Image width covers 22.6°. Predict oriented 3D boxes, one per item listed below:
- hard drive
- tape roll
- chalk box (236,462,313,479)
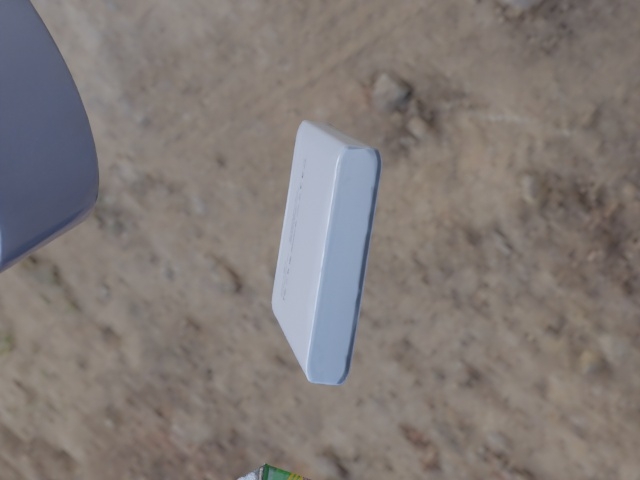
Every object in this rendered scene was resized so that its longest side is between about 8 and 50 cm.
[{"bbox_3d":[0.000,0.000,1.484,0.040,0.203,0.307,8,-173,-9],"label":"hard drive"},{"bbox_3d":[-0.224,-0.086,0.932,0.219,0.072,0.219,37,146,30],"label":"tape roll"},{"bbox_3d":[-0.041,0.340,1.502,0.132,0.213,0.132,22,148,-23],"label":"chalk box"}]
